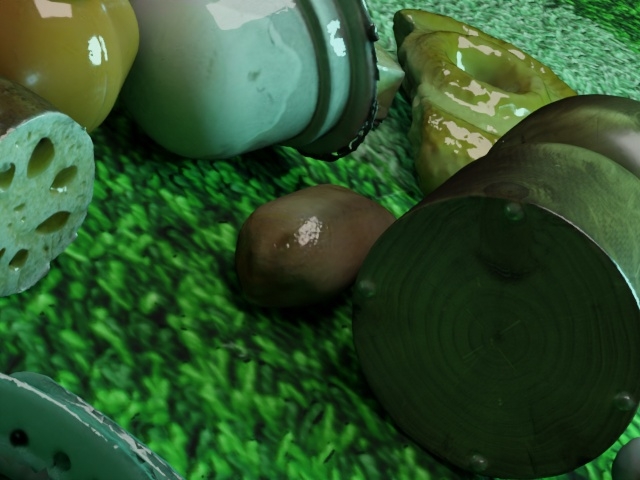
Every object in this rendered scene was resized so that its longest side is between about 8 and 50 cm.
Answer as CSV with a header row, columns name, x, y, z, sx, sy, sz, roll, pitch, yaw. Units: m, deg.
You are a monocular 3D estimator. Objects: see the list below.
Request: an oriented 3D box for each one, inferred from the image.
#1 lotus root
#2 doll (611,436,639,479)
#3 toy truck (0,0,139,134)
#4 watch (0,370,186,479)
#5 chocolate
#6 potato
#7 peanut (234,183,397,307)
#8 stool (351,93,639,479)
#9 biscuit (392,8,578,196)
name,x,y,z,sx,sy,sz,roll,pitch,yaw
lotus root,-0.179,-0.033,0.649,0.081,0.122,0.112,35,54,23
doll,0.236,0.204,0.672,0.200,0.105,0.336,23,38,-6
toy truck,-0.244,-0.166,0.736,0.265,0.189,0.239,5,46,-35
watch,-0.128,0.141,0.487,0.237,0.068,0.195,29,27,8
chocolate,-0.075,-0.136,0.860,0.147,0.221,0.221,-20,53,-29
potato,0.007,-0.145,1.037,0.122,0.061,0.086,6,35,-36
peanut,0.000,0.000,0.800,0.076,0.076,0.152,39,34,16
stool,0.152,0.017,0.795,0.179,0.179,0.264,36,30,11
biscuit,0.159,-0.113,1.087,0.213,0.091,0.274,15,31,-20
